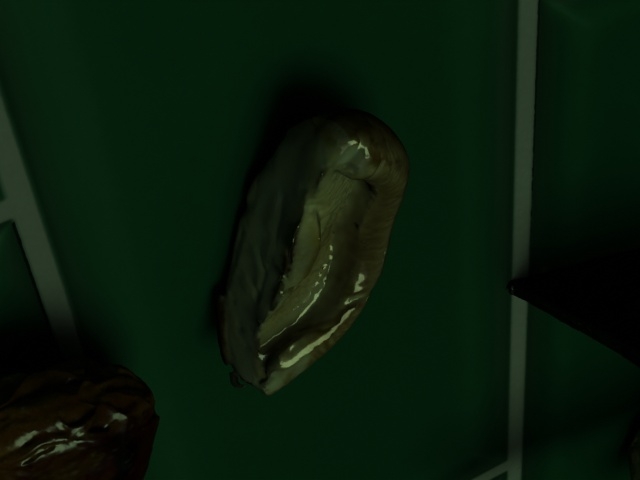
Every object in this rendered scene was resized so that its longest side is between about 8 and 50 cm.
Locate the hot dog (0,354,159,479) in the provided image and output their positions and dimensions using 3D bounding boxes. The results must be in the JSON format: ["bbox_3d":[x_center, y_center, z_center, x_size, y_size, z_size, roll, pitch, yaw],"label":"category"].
[{"bbox_3d":[-0.172,0.154,0.824,0.160,0.099,0.227,-9,133,-31],"label":"hot dog"}]

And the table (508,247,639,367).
[{"bbox_3d":[0.306,0.144,1.057,0.282,0.196,0.250,-11,116,-28],"label":"table"}]

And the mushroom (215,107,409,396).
[{"bbox_3d":[-0.001,0.000,0.829,0.094,0.072,0.210,-9,135,-29],"label":"mushroom"}]

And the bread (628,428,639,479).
[{"bbox_3d":[0.343,0.223,1.266,0.106,0.125,0.082,-10,151,-18],"label":"bread"}]
